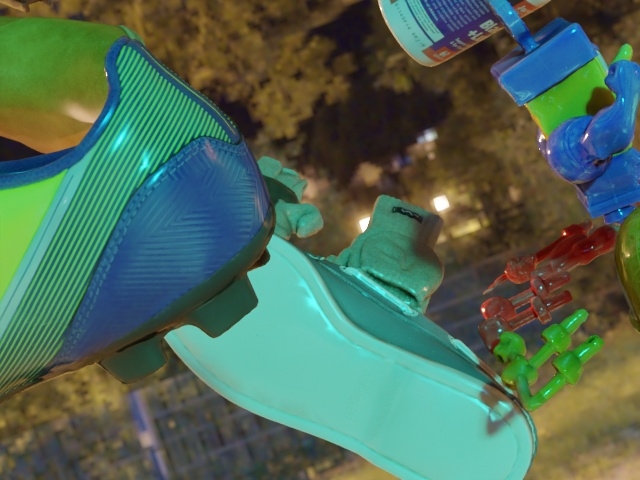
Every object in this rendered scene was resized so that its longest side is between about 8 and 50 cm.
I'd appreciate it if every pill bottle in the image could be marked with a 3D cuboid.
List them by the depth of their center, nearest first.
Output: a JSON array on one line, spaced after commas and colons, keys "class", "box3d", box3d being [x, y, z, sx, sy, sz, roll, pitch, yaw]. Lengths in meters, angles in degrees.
[{"class": "pill bottle", "box3d": [0.160, -0.256, 1.413, 0.193, 0.108, 0.108, -28, -5, 29]}]

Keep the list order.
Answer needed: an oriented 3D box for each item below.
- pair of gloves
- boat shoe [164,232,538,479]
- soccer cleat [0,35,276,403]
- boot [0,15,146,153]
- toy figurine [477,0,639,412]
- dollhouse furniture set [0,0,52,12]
[{"class": "pair of gloves", "box3d": [0.000, 0.000, 1.395, 0.240, 0.042, 0.204, 18, 29, -5]}, {"class": "boat shoe", "box3d": [0.010, 0.077, 1.041, 0.116, 0.319, 0.099, -62, -12, 12]}, {"class": "soccer cleat", "box3d": [-0.154, 0.025, 0.545, 0.289, 0.121, 0.093, -28, 17, 12]}, {"class": "boot", "box3d": [-0.246, -0.105, 1.003, 0.211, 0.104, 0.295, 0, 12, -25]}, {"class": "toy figurine", "box3d": [0.150, -0.059, 0.988, 0.191, 0.217, 0.362, -27, 8, 10]}, {"class": "dollhouse furniture set", "box3d": [-0.281, -0.277, 1.648, 0.182, 0.160, 0.101, -23, 12, -32]}]
